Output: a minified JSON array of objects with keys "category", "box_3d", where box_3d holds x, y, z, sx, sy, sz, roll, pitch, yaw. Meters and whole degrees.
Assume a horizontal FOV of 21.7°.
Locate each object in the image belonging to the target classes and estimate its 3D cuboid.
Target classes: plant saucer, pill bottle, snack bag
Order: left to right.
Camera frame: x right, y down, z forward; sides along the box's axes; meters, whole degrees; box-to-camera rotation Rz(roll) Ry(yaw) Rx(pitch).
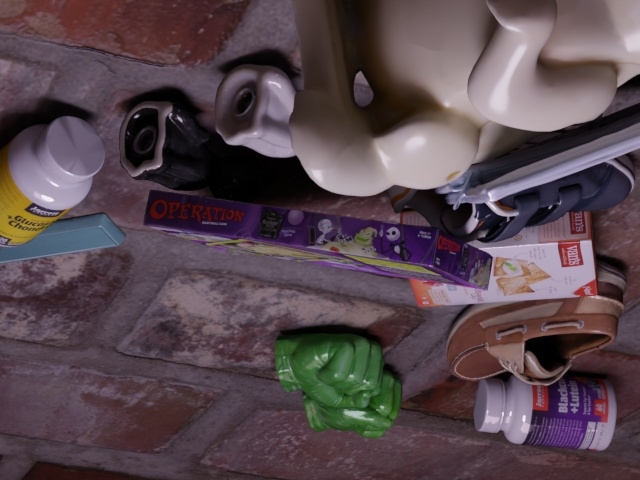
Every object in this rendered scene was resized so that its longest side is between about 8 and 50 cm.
[{"category":"pill bottle","box_3d":[-0.322,-0.070,1.893,0.103,0.103,0.184,20,147,-31]},{"category":"plant saucer","box_3d":[-0.346,0.001,2.118,0.192,0.018,0.067,-8,150,18]},{"category":"pill bottle","box_3d":[0.328,0.249,2.458,0.193,0.108,0.108,5,152,-9]},{"category":"snack bag","box_3d":[0.273,-0.101,1.619,0.323,0.037,0.342,-20,-178,0]}]

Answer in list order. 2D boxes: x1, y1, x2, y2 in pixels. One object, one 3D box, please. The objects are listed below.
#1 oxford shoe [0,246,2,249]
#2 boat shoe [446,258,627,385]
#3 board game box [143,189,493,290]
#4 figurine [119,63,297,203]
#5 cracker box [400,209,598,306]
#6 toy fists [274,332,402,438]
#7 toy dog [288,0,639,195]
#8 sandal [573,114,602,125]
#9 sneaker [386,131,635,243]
[{"category":"oxford shoe","box_3d":[-0.551,-0.048,1.921,0.169,0.130,0.449,-22,143,39]},{"category":"boat shoe","box_3d":[0.278,0.132,2.230,0.123,0.116,0.324,17,148,-27]},{"category":"board game box","box_3d":[0.000,0.000,1.882,0.347,0.056,0.208,8,171,23]},{"category":"figurine","box_3d":[-0.076,-0.104,1.854,0.215,0.092,0.209,-17,155,30]},{"category":"cracker box","box_3d":[0.224,0.017,2.072,0.232,0.067,0.155,-5,152,10]},{"category":"toy fists","box_3d":[0.036,0.212,2.416,0.142,0.096,0.279,-7,149,14]},{"category":"toy dog","box_3d":[0.209,-0.193,1.463,0.408,0.284,0.395,-18,150,29]},{"category":"sandal","box_3d":[0.223,-0.148,1.790,0.179,0.040,0.067,17,148,-27]},{"category":"sneaker","box_3d":[0.209,-0.055,1.879,0.321,0.127,0.126,10,150,-19]}]
